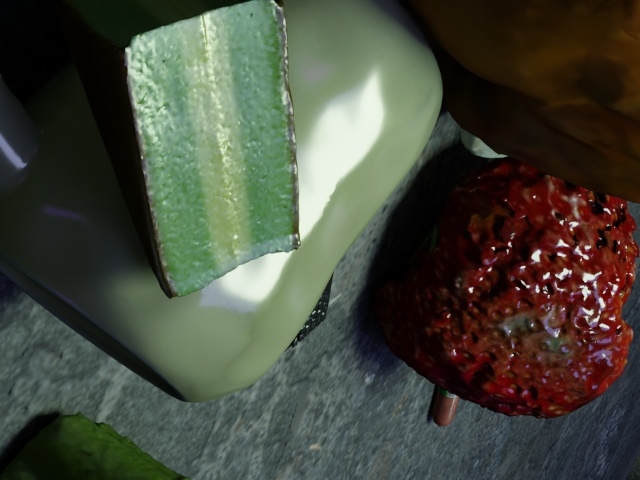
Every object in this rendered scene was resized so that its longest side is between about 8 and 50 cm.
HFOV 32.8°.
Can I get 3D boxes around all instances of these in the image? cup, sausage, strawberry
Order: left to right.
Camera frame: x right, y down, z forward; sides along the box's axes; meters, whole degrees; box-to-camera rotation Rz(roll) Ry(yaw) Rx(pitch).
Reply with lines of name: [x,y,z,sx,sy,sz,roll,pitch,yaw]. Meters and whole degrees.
cup: [-0.066,-0.056,0.510,0.202,0.173,0.255,-54,154,-15]
sausage: [0.162,0.144,1.284,0.029,0.029,0.223,-34,144,-42]
strawberry: [0.199,0.051,1.028,0.274,0.220,0.274,-40,162,-16]

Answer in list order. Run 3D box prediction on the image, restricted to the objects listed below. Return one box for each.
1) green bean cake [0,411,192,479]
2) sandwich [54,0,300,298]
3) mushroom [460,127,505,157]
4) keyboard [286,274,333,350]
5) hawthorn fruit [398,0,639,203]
green bean cake: [-0.160,0.235,0.713,0.214,0.113,0.200,-52,150,-16]
sandwich: [-0.056,-0.050,0.448,0.074,0.074,0.116,-21,127,-23]
mushroom: [0.217,-0.229,0.897,0.159,0.122,0.329,-36,145,-55]
keyboard: [0.001,0.001,0.869,0.074,0.015,0.196,-33,144,-43]
hawthorn fruit: [0.213,-0.241,0.572,0.472,0.471,0.472,-42,149,-33]
